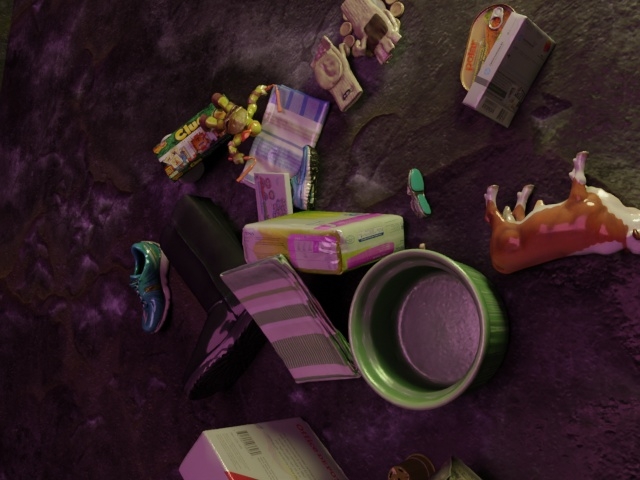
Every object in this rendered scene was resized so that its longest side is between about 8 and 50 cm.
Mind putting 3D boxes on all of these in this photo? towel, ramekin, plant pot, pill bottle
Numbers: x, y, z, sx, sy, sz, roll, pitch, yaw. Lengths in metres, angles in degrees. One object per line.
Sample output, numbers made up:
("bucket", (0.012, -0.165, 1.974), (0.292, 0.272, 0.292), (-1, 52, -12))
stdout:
("towel", (-0.068, 0.184, 1.518), (0.248, 0.038, 0.324), (-19, 110, 50))
("ramekin", (0.217, 0.172, 1.343), (0.303, 0.148, 0.303), (-5, 82, 39))
("plant pot", (0.178, 0.476, 1.377), (0.083, 0.079, 0.083), (-8, 78, 39))
("pill bottle", (-0.406, -0.242, 1.990), (0.086, 0.086, 0.152), (-52, 54, 21))
("towel", (-0.098, -0.249, 1.765), (0.209, 0.034, 0.285), (30, 102, 39))

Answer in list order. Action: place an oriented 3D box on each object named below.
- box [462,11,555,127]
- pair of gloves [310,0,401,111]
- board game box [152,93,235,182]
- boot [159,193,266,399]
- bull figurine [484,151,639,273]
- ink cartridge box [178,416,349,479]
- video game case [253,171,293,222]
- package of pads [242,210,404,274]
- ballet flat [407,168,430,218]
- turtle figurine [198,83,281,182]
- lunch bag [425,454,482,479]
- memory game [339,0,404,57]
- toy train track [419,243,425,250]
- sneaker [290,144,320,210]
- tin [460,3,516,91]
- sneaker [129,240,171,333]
("box", (0.363, -0.322, 1.311), (0.038, 0.145, 0.186), (39, 108, 36))
("pair of gloves", (0.082, -0.452, 1.625), (0.240, 0.042, 0.204), (-51, 58, 25))
("board game box", (-0.340, -0.288, 1.916), (0.260, 0.030, 0.136), (-38, 56, 2))
("boot", (-0.322, 0.139, 1.810), (0.367, 0.146, 0.445), (-49, 59, 11))
("bull figurine", (0.439, -0.039, 1.230), (0.310, 0.101, 0.188), (-18, 67, 35))
("ink cartridge box", (-0.113, 0.515, 1.468), (0.226, 0.306, 0.131), (48, 114, 35))
("video game case", (-0.117, -0.093, 1.715), (0.143, 0.019, 0.157), (10, 108, 53))
("package of pads", (0.000, 0.000, 1.502), (0.297, 0.229, 0.101), (4, 103, 41))
("ballet flat", (0.206, -0.099, 1.479), (0.041, 0.041, 0.114), (-27, 65, 34))
("turtle figurine", (-0.228, -0.301, 1.798), (0.217, 0.087, 0.269), (25, 98, 38))
("lunch bag", (0.264, 0.577, 1.223), (0.287, 0.169, 0.235), (41, 112, 10))
("memory game", (0.120, -0.527, 1.640), (0.186, 0.012, 0.186), (-8, 78, 40))
("toy train track", (0.217, 0.048, 1.459), (0.048, 0.014, 0.083), (-8, 78, 39))
("sneaker", (-0.047, -0.156, 1.675), (0.073, 0.063, 0.162), (6, 86, 24))
("tin", (0.351, -0.387, 1.405), (0.106, 0.040, 0.189), (15, 92, 37))
("sneaker", (-0.511, 0.137, 2.001), (0.107, 0.110, 0.275), (-17, 72, 37))
